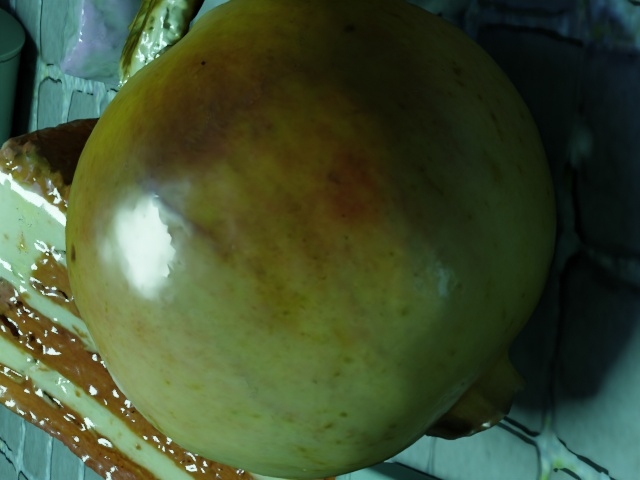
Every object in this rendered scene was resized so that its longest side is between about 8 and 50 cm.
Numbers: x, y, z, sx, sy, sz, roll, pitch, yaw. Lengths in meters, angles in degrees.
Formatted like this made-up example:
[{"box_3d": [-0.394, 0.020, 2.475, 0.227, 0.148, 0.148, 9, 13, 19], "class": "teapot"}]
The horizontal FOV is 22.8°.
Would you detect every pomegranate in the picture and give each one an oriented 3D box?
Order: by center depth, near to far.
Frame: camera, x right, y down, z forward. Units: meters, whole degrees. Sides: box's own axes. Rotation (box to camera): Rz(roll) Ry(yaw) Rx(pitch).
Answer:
[{"box_3d": [-0.002, -0.002, 0.606, 0.191, 0.191, 0.191, 180, 90, -64], "class": "pomegranate"}]

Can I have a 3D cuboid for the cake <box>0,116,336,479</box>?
[{"box_3d": [-0.098, 0.058, 0.830, 0.262, 0.160, 0.158, 61, 139, 42], "class": "cake"}]

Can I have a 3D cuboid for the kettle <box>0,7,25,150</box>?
[{"box_3d": [-0.352, -0.053, 1.359, 0.205, 0.265, 0.318, 26, 119, 27], "class": "kettle"}]

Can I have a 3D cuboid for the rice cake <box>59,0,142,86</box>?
[{"box_3d": [-0.109, -0.273, 0.955, 0.056, 0.073, 0.364, -159, 73, -65], "class": "rice cake"}]

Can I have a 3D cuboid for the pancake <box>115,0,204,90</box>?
[{"box_3d": [-0.010, -0.165, 0.706, 0.212, 0.056, 0.257, -50, 14, 26], "class": "pancake"}]

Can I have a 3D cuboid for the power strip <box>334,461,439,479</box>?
[{"box_3d": [0.060, 0.138, 0.654, 0.253, 0.027, 0.060, 9, 99, 64], "class": "power strip"}]
